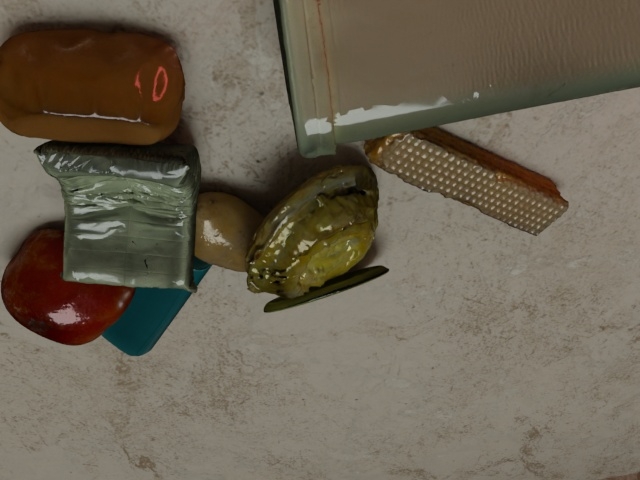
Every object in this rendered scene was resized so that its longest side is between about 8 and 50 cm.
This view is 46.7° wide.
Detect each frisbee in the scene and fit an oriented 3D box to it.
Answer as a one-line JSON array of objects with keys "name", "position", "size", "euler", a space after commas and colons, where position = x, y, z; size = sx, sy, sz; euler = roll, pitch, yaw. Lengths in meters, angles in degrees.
[{"name": "frisbee", "position": [0.009, 0.084, 1.319], "size": [0.235, 0.017, 0.236], "euler": [-19, 180, 0]}]

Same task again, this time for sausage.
[{"name": "sausage", "position": [-0.291, -0.191, 0.930], "size": [0.241, 0.136, 0.120], "euler": [-2, 165, -12]}]

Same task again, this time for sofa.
[{"name": "sofa", "position": [-0.272, -0.030, 1.037], "size": [0.210, 0.176, 0.226], "euler": [6, 103, -5]}]

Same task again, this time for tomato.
[{"name": "tomato", "position": [-0.437, 0.097, 1.235], "size": [0.200, 0.140, 0.233], "euler": [37, 131, -15]}]

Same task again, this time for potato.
[{"name": "potato", "position": [-0.147, -0.011, 1.203], "size": [0.178, 0.109, 0.118], "euler": [30, 103, -34]}]

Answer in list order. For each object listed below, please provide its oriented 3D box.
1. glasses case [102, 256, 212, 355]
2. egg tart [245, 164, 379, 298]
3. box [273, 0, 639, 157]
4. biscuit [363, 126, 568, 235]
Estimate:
[{"name": "glasses case", "position": [-0.302, 0.096, 1.307], "size": [0.117, 0.070, 0.301], "euler": [42, 130, 2]}, {"name": "egg tart", "position": [0.000, 0.000, 1.172], "size": [0.278, 0.095, 0.279], "euler": [-32, 153, -19]}, {"name": "box", "position": [0.126, -0.228, 0.771], "size": [0.343, 0.352, 0.178], "euler": [-10, 108, -1]}, {"name": "biscuit", "position": [0.242, -0.104, 1.192], "size": [0.378, 0.054, 0.094], "euler": [18, 135, -29]}]
